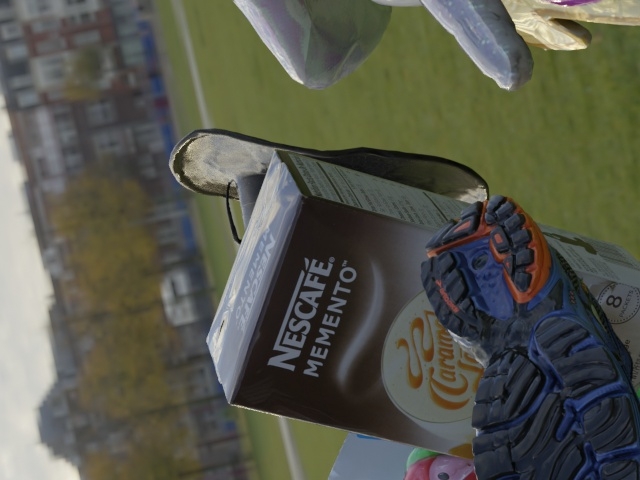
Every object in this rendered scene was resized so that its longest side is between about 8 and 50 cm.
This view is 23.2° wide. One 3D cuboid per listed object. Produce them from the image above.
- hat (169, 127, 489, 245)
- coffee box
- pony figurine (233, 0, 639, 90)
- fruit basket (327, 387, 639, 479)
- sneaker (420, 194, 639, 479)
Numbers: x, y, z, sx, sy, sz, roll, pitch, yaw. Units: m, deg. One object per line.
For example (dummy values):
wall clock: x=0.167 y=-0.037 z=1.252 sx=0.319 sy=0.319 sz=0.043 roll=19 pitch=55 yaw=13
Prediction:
hat: x=0.000 y=0.000 z=1.447 sx=0.331 sy=0.331 sz=0.134 roll=107 pitch=172 yaw=-80
coffee box: x=0.071 y=0.050 z=0.960 sx=0.098 sy=0.246 sz=0.141 roll=-118 pitch=45 yaw=-67
pony figurine: x=-0.068 y=-0.160 z=0.496 sx=0.351 sy=0.363 sz=0.303 roll=-74 pitch=-12 yaw=-52
fruit basket: x=0.160 y=0.207 z=1.159 sx=0.327 sy=0.353 sz=0.165 roll=-60 pitch=-28 yaw=-53
sneaker: x=0.118 y=0.070 z=0.731 sx=0.087 sy=0.083 sz=0.221 roll=34 pitch=-150 yaw=-34
